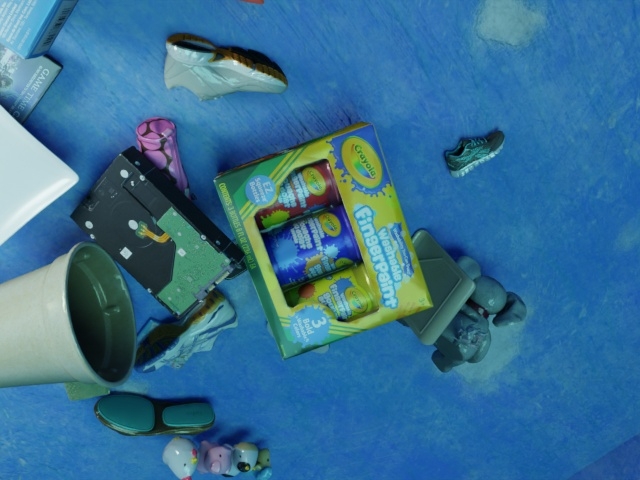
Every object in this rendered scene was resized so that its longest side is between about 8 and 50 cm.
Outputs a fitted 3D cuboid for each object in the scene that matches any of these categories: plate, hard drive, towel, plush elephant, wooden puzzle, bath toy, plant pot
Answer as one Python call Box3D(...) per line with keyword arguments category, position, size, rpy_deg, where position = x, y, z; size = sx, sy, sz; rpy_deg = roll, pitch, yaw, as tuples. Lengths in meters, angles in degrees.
Box3D(category="plate", position=(-0.684, -0.142, 1.337), size=(0.278, 0.045, 0.277), rpy_deg=(-37, 123, 7))
Box3D(category="hard drive", position=(-0.358, -0.011, 1.460), size=(0.339, 0.064, 0.237), rpy_deg=(45, 122, -6))
Box3D(category="towel", position=(-0.631, 0.369, 1.775), size=(0.110, 0.027, 0.148), rpy_deg=(-10, 127, -9))
Box3D(category="plush elephant", position=(0.407, 0.194, 1.853), size=(0.272, 0.330, 0.255), rpy_deg=(47, 68, -8))
Box3D(category="wooden puzzle", position=(0.283, 0.123, 1.771), size=(0.044, 0.239, 0.221), rpy_deg=(10, 121, -42))
Box3D(category="bath toy", position=(-0.300, 0.653, 1.961), size=(0.348, 0.129, 0.151), rpy_deg=(23, 117, -45))
Box3D(category="plant pot", position=(-0.629, 0.198, 1.507), size=(0.305, 0.334, 0.334), rpy_deg=(-14, 127, 6))

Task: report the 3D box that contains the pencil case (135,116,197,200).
Box3D(category="pencil case", position=(-0.338, -0.161, 1.462), size=(0.095, 0.098, 0.209), rpy_deg=(-33, 134, -30))

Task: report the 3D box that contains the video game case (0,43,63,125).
Box3D(category="video game case", position=(-0.669, -0.339, 1.268), size=(0.274, 0.026, 0.196), rpy_deg=(34, 106, -30))

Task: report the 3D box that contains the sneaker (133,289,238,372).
Box3D(category="sneaker", position=(-0.343, 0.264, 1.727), size=(0.296, 0.112, 0.131), rpy_deg=(-36, 128, 0))

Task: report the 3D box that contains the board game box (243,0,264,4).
Box3D(category="board game box", position=(-0.241, -0.587, 1.222), size=(0.316, 0.064, 0.242), rpy_deg=(3, 122, -19))

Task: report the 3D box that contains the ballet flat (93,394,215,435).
Box3D(category="ballet flat", position=(-0.473, 0.509, 1.885), size=(0.342, 0.116, 0.124), rpy_deg=(7, 140, -26))

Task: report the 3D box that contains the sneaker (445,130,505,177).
Box3D(category="sneaker", position=(0.385, -0.229, 1.666), size=(0.166, 0.065, 0.076), rpy_deg=(-36, 122, 6))

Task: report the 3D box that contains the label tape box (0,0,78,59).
Box3D(category="label tape box", position=(-0.572, -0.517, 1.124), size=(0.347, 0.115, 0.249), rpy_deg=(36, 108, -11))

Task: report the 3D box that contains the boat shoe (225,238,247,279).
Box3D(category="boat shoe", position=(-0.170, 0.028, 1.655), size=(0.228, 0.076, 0.080), rpy_deg=(-42, 125, 12))

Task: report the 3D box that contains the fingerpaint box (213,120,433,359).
Box3D(category="fingerpaint box", position=(0.009, -0.002, 1.529), size=(0.371, 0.163, 0.445), rpy_deg=(-19, 102, -1))

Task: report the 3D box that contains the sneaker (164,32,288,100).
Box3D(category="sneaker", position=(-0.201, -0.341, 1.395), size=(0.262, 0.099, 0.121), rpy_deg=(13, 126, -16))

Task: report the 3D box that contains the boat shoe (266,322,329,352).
Box3D(category="boat shoe", position=(-0.057, 0.253, 1.858), size=(0.183, 0.083, 0.065), rpy_deg=(22, 117, 1))

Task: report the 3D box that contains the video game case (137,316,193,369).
Box3D(category="video game case", position=(-0.417, 0.280, 1.788), size=(0.166, 0.015, 0.119), rpy_deg=(29, 111, -31))
